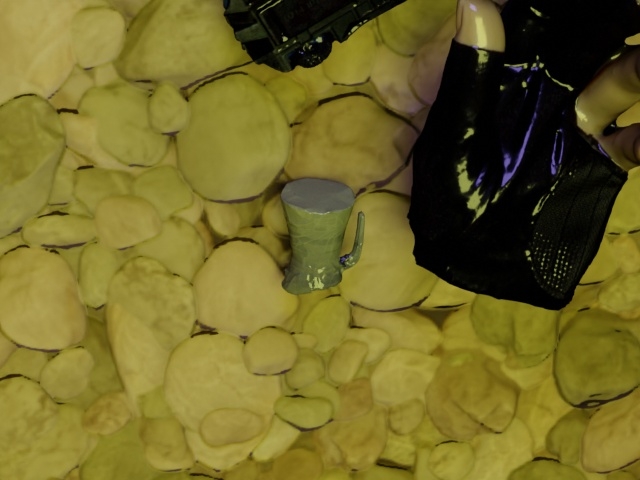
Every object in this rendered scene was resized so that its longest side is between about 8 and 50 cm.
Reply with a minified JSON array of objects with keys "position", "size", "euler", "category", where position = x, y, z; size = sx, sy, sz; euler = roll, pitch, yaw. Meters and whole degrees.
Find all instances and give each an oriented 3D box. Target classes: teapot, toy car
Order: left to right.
[{"position":[0.000,0.000,1.345],"size":[0.067,0.057,0.083],"euler":[0,116,-11],"category":"teapot"},{"position":[0.028,-0.207,1.265],"size":[0.216,0.063,0.103],"euler":[-31,132,3],"category":"toy car"}]

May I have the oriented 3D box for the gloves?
[{"position":[0.160,-0.093,1.292],"size":[0.197,0.152,0.301],"euler":[13,131,-24],"category":"gloves"}]
